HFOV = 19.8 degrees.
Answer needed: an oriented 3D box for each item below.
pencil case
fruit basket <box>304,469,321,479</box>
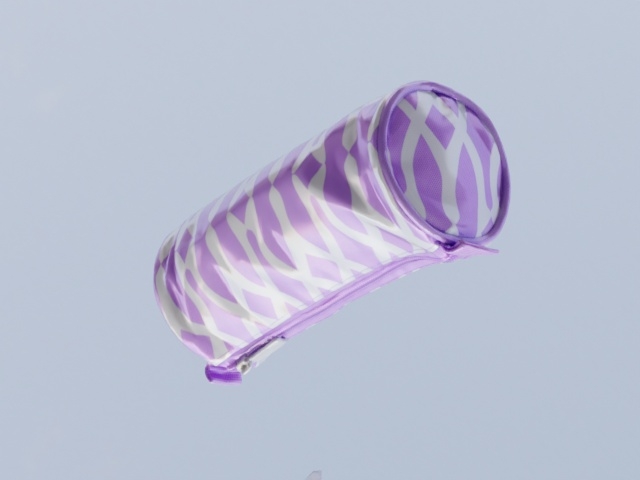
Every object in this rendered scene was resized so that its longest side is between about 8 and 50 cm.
[{"bbox_3d":[0.000,0.000,0.868,0.206,0.086,0.088,-33,-128,48],"label":"pencil case"},{"bbox_3d":[-0.088,0.221,0.309,0.165,0.353,0.327,36,-111,9],"label":"fruit basket"}]
